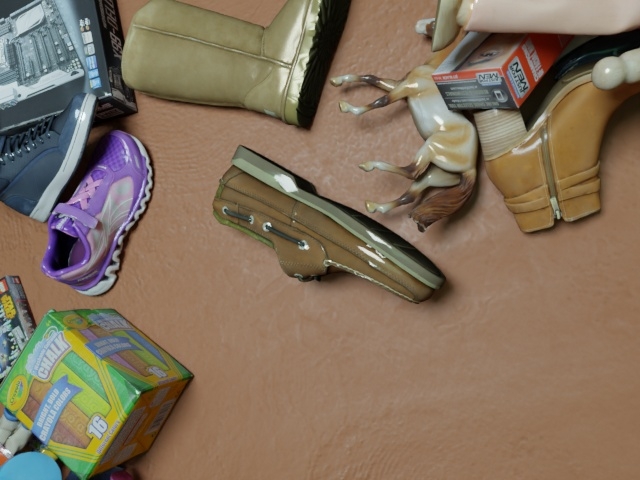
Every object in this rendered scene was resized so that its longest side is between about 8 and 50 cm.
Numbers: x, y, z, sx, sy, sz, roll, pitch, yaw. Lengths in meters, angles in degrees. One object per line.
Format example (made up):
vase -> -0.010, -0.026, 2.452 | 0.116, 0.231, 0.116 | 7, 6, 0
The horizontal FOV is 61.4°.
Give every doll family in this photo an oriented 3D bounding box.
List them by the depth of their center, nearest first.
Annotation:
doll family -> -0.357, 0.335, 0.727 | 0.263, 0.118, 0.163 | 35, 89, -3

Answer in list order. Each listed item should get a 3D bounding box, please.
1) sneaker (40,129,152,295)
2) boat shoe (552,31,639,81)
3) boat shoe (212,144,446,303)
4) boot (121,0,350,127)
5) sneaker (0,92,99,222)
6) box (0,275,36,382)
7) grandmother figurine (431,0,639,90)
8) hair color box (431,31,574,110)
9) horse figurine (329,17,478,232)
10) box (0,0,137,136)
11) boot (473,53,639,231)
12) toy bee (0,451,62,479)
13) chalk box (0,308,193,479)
sneaker -> -0.310, -0.039, 0.732 | 0.095, 0.104, 0.237 | 18, 90, 17
boat shoe -> 0.377, -0.219, 0.560 | 0.254, 0.095, 0.079 | -21, 85, 18
boat shoe -> 0.000, 0.000, 0.650 | 0.307, 0.110, 0.105 | 33, 99, 25
boot -> -0.115, -0.284, 0.706 | 0.269, 0.089, 0.236 | 19, 91, 17
sneaker -> -0.401, -0.129, 0.703 | 0.226, 0.163, 0.086 | -45, 34, 28
box -> -0.473, 0.133, 0.803 | 0.093, 0.027, 0.137 | -28, 79, 11
grandmother figurine -> 0.280, -0.231, 0.477 | 0.342, 0.104, 0.208 | 8, 96, 6
hair color box -> 0.207, -0.213, 0.577 | 0.167, 0.053, 0.093 | -51, 34, -17
horse figurine -> 0.118, -0.134, 0.634 | 0.174, 0.066, 0.264 | -14, 73, -2
box -> -0.418, -0.306, 0.787 | 0.242, 0.076, 0.308 | -14, 82, 8
boot -> 0.276, -0.100, 0.569 | 0.197, 0.073, 0.153 | -18, 107, 31
toy bee -> -0.371, 0.310, 0.584 | 0.298, 0.162, 0.195 | 28, 131, 3
chalk box -> -0.304, 0.174, 0.699 | 0.213, 0.132, 0.132 | 33, 94, 15
